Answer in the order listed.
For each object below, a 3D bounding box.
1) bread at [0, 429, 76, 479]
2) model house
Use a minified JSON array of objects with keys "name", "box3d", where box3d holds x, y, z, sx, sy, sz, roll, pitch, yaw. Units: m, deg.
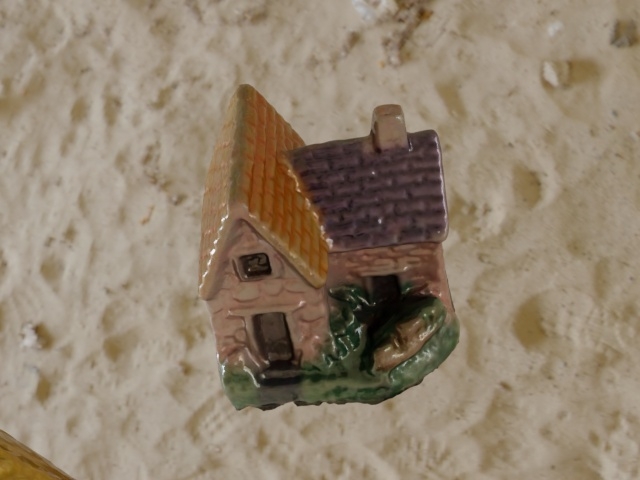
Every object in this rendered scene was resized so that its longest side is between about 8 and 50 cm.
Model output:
[{"name":"bread","box3d":[-0.157,0.153,0.306,0.148,0.328,0.337,-52,16,19]},{"name":"model house","box3d":[0.000,0.000,0.986,0.237,0.237,0.202,-5,39,9]}]
